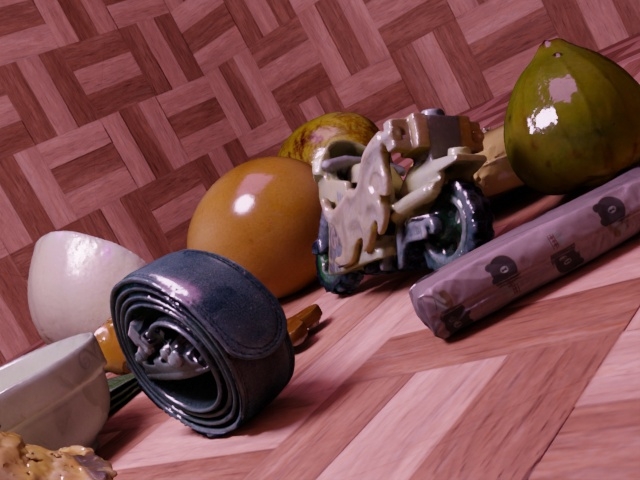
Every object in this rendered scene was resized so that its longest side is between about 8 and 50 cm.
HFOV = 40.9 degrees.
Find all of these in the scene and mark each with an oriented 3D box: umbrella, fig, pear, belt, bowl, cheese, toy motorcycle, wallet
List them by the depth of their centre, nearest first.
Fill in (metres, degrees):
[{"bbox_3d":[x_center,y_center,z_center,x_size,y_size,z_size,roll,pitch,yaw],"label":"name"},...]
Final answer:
[{"bbox_3d":[0.252,0.001,0.900,0.337,0.067,0.073,-28,21,-1],"label":"umbrella"},{"bbox_3d":[-0.129,0.113,0.979,0.116,0.206,0.268,-33,21,-37],"label":"belt"},{"bbox_3d":[-0.419,0.258,1.181,0.307,0.163,0.307,-27,7,4],"label":"bowl"},{"bbox_3d":[0.345,-0.178,1.184,0.203,0.225,0.203,-16,-10,-3],"label":"fig"},{"bbox_3d":[0.098,-0.049,1.212,0.169,0.236,0.410,-2,-5,-30],"label":"toy motorcycle"},{"bbox_3d":[0.265,-0.123,1.384,0.316,0.128,0.260,-28,0,-40],"label":"cheese"},{"bbox_3d":[-0.410,0.277,1.442,0.236,0.055,0.160,-16,10,32],"label":"wallet"},{"bbox_3d":[0.033,-0.162,1.976,0.284,0.283,0.283,-27,8,4],"label":"pear"}]

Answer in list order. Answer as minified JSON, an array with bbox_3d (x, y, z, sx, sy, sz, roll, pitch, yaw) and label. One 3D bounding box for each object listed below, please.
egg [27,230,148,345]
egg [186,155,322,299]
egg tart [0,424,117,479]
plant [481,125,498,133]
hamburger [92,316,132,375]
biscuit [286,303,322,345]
[{"bbox_3d":[-0.487,0.150,1.821,0.337,0.337,0.200,-21,42,41],"label":"egg"},{"bbox_3d":[-0.105,-0.014,1.549,0.323,0.250,0.250,-28,6,35],"label":"egg"},{"bbox_3d":[-0.369,0.295,0.857,0.352,0.150,0.352,-30,10,6],"label":"egg tart"},{"bbox_3d":[0.356,-0.164,1.679,0.116,0.105,0.122,-62,35,17],"label":"plant"},{"bbox_3d":[-0.307,0.161,1.566,0.262,0.131,0.124,-38,-23,-26],"label":"hamburger"},{"bbox_3d":[-0.092,0.153,1.225,0.205,0.031,0.138,-25,8,22],"label":"biscuit"}]
